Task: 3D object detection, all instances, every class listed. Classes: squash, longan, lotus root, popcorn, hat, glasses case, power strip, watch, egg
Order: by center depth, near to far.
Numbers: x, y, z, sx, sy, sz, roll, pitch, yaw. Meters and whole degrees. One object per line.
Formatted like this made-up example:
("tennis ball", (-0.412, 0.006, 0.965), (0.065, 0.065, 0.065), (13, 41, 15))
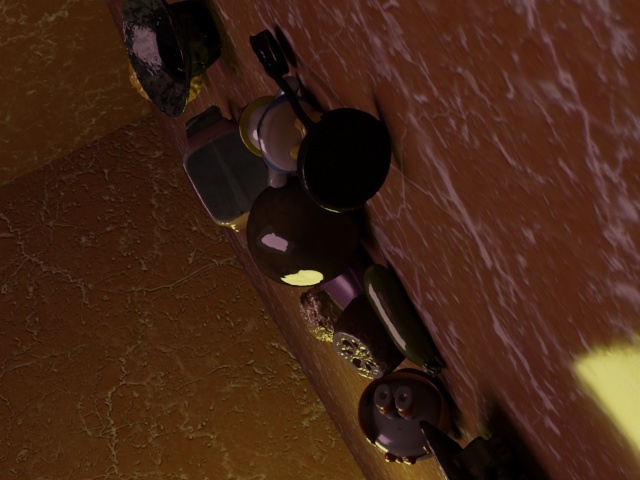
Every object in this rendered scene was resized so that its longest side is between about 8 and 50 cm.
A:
("power strip", (0.235, 0.340, 1.219), (0.257, 0.092, 0.251), (57, 178, 26))
("squash", (0.115, 0.115, 1.363), (0.183, 0.052, 0.052), (58, 171, 2))
("longan", (-0.024, -0.013, 1.391), (0.167, 0.167, 0.187), (63, 167, -5))
("lotus root", (0.073, 0.147, 1.437), (0.112, 0.081, 0.122), (6, 136, 45))
("glasses case", (0.000, 0.000, 1.561), (0.316, 0.076, 0.123), (56, 167, 33))
("egg", (0.022, 0.125, 1.688), (0.140, 0.118, 0.116), (94, 165, -58))
("hat", (-0.253, -0.362, 1.746), (0.265, 0.128, 0.265), (45, 151, 34))
("watch", (-0.196, -0.154, 2.001), (0.253, 0.162, 0.241), (64, 178, -8))
("popcorn", (-0.347, -0.381, 2.153), (0.180, 0.170, 0.180), (32, -155, -17))

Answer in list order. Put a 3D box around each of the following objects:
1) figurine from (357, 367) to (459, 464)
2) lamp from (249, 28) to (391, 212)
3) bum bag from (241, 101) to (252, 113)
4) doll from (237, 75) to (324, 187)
("figurine", (0.139, 0.290, 1.484), (0.143, 0.143, 0.271), (54, 167, 42))
("lamp", (0.001, -0.172, 1.170), (0.130, 0.108, 0.371), (53, -169, -30))
("bum bag", (-0.114, -0.201, 1.766), (0.109, 0.026, 0.159), (63, 171, -10))
("doll", (-0.056, -0.155, 1.351), (0.135, 0.099, 0.241), (65, 173, -16))
